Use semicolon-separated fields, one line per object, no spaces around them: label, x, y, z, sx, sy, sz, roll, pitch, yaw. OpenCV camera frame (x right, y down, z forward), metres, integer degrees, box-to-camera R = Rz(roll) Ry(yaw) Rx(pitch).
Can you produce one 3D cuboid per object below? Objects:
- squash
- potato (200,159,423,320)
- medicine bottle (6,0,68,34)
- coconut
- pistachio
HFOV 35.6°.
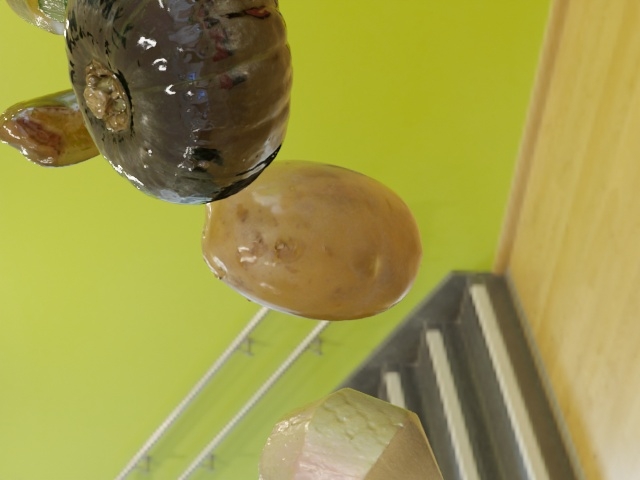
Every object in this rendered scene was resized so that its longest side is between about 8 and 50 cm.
squash;-0.098;-0.120;0.703;0.193;0.156;0.193;6;98;55
potato;0.000;0.000;0.942;0.146;0.234;0.150;6;92;60
medicine bottle;-0.265;-0.247;0.995;0.260;0.064;0.095;32;144;57
coconut;0.053;0.325;1.298;0.259;0.259;0.259;180;90;-83
pistachio;-0.372;-0.165;1.433;0.110;0.189;0.100;34;138;51
